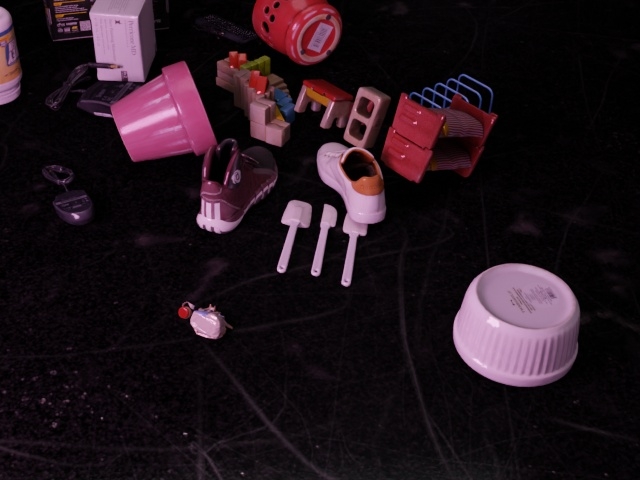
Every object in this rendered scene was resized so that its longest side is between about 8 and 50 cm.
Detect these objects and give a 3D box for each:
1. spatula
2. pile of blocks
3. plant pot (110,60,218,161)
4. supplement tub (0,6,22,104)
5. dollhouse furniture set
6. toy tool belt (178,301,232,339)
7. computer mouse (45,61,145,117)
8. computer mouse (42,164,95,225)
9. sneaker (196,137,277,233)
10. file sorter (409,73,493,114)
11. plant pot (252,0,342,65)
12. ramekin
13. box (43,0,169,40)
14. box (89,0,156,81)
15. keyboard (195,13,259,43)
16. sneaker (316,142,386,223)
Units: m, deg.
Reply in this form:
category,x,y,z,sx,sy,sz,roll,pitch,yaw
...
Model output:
category,x,y,z,sx,sy,sz,roll,pitch,yaw
spatula,0.000,0.000,1.651,0.168,0.019,0.242,11,38,2
pile of blocks,-0.133,-0.360,2.023,0.149,0.112,0.362,-13,41,-19
plant pot,-0.334,-0.256,1.829,0.180,0.201,0.201,-22,42,-6
supplement tub,-0.771,-0.427,1.994,0.145,0.199,0.144,2,39,-1
dollhouse furniture set,0.155,-0.274,1.846,0.374,0.152,0.201,36,29,32
toy tool belt,-0.192,0.132,1.450,0.083,0.052,0.051,25,12,21
computer mouse,-0.493,-0.348,2.026,0.262,0.060,0.184,4,45,19
computer mouse,-0.504,-0.088,1.720,0.071,0.041,0.242,-17,36,-22
sneaker,-0.157,-0.150,1.711,0.107,0.162,0.281,12,39,12
file sorter,0.296,-0.298,1.979,0.170,0.104,0.118,-24,46,-31
plant pot,-0.054,-0.558,2.221,0.191,0.191,0.174,-20,47,-26
ramekin,0.328,0.130,1.431,0.207,0.109,0.207,2,38,-1
box,-0.566,-0.672,2.276,0.322,0.257,0.079,-11,39,-17
box,-0.483,-0.513,2.138,0.119,0.180,0.181,2,39,0
keyboard,-0.262,-0.587,2.365,0.192,0.038,0.100,29,45,30
sneaker,0.068,-0.155,1.763,0.106,0.123,0.290,-11,34,-16
